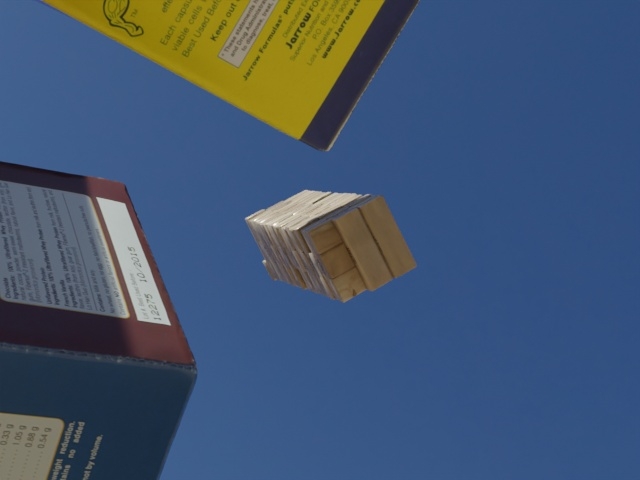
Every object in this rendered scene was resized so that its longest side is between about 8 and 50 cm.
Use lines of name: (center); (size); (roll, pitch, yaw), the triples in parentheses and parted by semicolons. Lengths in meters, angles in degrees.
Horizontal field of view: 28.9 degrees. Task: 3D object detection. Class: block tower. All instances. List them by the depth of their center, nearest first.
block tower: (0.000, 0.000, 1.474); (0.097, 0.091, 0.335); (64, -14, -9)

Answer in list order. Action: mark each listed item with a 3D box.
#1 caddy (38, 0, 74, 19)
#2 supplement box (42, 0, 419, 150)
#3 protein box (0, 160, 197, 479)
caddy: (-0.229, -0.356, 1.356); (0.341, 0.241, 0.179); (17, -5, 35)
supplement box: (-0.116, -0.251, 0.968); (0.357, 0.194, 0.195); (27, -78, -23)
protein box: (-0.180, 0.077, 0.446); (0.201, 0.136, 0.199); (10, -65, -25)
